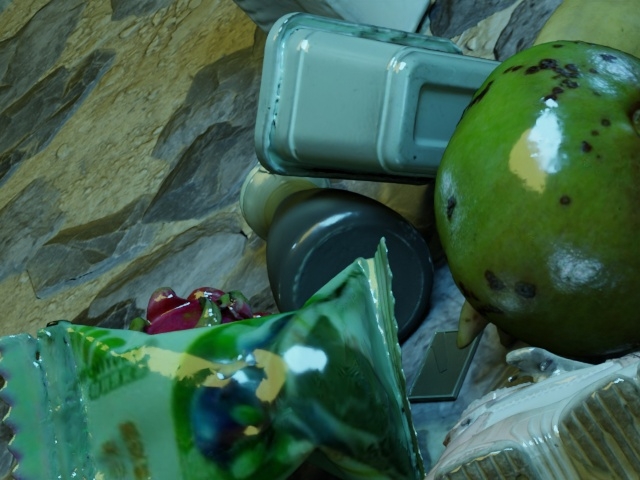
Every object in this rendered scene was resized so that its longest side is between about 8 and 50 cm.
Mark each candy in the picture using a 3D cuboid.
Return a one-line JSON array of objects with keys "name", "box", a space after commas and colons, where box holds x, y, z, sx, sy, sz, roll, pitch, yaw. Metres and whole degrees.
[{"name": "candy", "box": [-0.102, 0.167, 1.445, 0.398, 0.172, 0.263, -12, 67, -11]}, {"name": "candy", "box": [-0.033, -0.386, 2.038, 0.208, 0.359, 0.145, -3, 49, 56]}]

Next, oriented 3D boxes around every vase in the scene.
[{"name": "vase", "box": [0.000, 0.000, 1.730, 0.173, 0.173, 0.321, -43, 24, 1]}]

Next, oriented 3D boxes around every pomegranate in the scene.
[{"name": "pomegranate", "box": [0.209, -0.034, 1.396, 0.323, 0.291, 0.291, -14, 41, 49]}]

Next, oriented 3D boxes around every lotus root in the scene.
[{"name": "lotus root", "box": [0.294, -0.185, 1.587, 0.303, 0.146, 0.131, -50, 0, -38]}]

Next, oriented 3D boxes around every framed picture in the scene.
[{"name": "framed picture", "box": [0.128, 0.127, 1.557, 0.066, 0.006, 0.089, -10, 44, 44]}]

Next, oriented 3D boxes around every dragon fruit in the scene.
[{"name": "dragon fruit", "box": [-0.124, 0.178, 1.637, 0.218, 0.198, 0.272, -4, 66, 9]}]

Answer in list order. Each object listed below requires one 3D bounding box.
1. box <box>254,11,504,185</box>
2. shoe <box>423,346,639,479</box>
[{"name": "box", "box": [0.105, -0.139, 1.634, 0.182, 0.312, 0.175, 14, 99, 43]}, {"name": "shoe", "box": [0.234, 0.160, 1.229, 0.351, 0.172, 0.198, -20, 12, 11]}]
